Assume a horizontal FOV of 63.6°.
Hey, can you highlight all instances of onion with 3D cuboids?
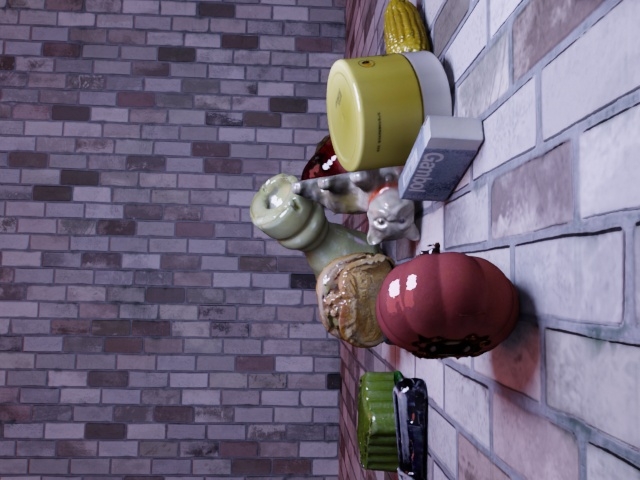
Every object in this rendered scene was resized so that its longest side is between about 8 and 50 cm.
[{"bbox_3d":[0.099,-0.236,1.735,0.347,0.285,0.347,-49,5,6],"label":"onion"}]

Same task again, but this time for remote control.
[{"bbox_3d":[0.187,0.428,1.104,0.090,0.066,0.266,71,-159,-87],"label":"remote control"}]

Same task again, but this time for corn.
[{"bbox_3d":[0.193,-0.463,1.168,0.097,0.097,0.262,95,175,-55],"label":"corn"}]

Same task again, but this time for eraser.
[{"bbox_3d":[0.198,-0.132,0.883,0.212,0.091,0.046,98,173,-68],"label":"eraser"}]

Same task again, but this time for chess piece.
[{"bbox_3d":[0.000,0.000,1.490,0.442,0.234,0.234,42,-145,-41],"label":"chess piece"}]

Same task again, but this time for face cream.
[{"bbox_3d":[0.126,-0.253,1.019,0.218,0.179,0.218,170,90,-77],"label":"face cream"}]

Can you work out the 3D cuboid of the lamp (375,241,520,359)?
[{"bbox_3d":[0.161,0.078,0.670,0.182,0.182,0.140,96,178,-62],"label":"lamp"}]

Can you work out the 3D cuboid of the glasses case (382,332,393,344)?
[{"bbox_3d":[0.189,0.146,1.132,0.323,0.074,0.131,100,172,-71],"label":"glasses case"}]

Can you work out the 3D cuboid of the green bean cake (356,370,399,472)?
[{"bbox_3d":[0.153,0.462,1.323,0.200,0.113,0.214,-95,6,-60],"label":"green bean cake"}]

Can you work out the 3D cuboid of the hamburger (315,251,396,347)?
[{"bbox_3d":[0.110,0.153,1.338,0.146,0.286,0.243,11,65,50],"label":"hamburger"}]

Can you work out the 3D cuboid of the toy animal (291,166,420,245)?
[{"bbox_3d":[0.093,-0.084,1.240,0.266,0.307,0.188,-86,-16,-77],"label":"toy animal"}]

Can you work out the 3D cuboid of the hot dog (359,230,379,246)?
[{"bbox_3d":[0.169,0.015,1.760,0.078,0.061,0.169,46,-167,-48],"label":"hot dog"}]

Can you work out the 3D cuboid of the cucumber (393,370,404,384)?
[{"bbox_3d":[0.201,0.382,1.219,0.184,0.033,0.036,-95,25,-52],"label":"cucumber"}]
